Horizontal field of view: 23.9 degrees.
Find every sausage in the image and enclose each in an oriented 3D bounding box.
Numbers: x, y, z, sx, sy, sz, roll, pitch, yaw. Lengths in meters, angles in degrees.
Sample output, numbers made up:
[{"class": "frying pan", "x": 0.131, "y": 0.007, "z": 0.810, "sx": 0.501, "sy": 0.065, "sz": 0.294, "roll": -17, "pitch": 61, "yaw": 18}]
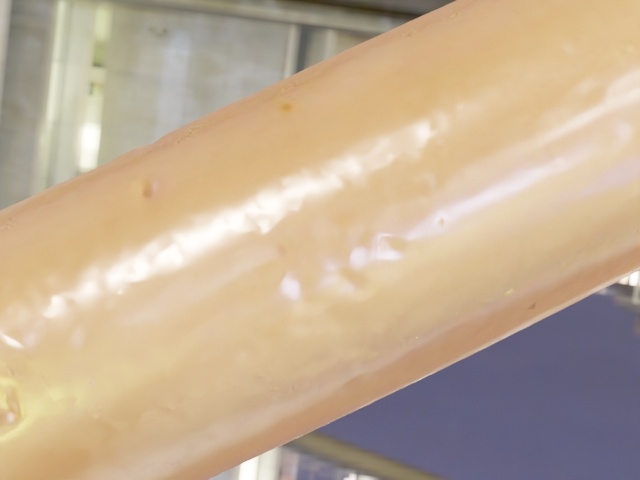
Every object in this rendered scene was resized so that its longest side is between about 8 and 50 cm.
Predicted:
[{"class": "sausage", "x": 0.000, "y": 0.001, "z": 0.388, "sx": 0.289, "sy": 0.086, "sz": 0.086, "roll": -25, "pitch": -171, "yaw": -3}]
